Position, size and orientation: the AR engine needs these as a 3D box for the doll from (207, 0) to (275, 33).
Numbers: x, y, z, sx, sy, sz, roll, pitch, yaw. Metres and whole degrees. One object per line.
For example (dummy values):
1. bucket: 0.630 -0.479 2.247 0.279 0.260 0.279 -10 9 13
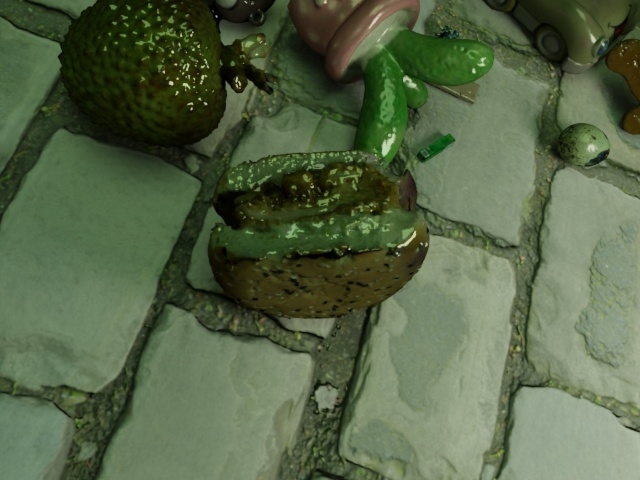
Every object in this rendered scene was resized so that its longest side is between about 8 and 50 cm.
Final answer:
1. doll: -0.173 -0.516 1.374 0.182 0.117 0.257 -29 73 4

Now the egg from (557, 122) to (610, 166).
1. egg: 0.518 -0.186 1.421 0.110 0.085 0.085 19 62 -21

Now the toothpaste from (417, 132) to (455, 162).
1. toothpaste: 0.221 -0.176 1.377 0.083 0.017 0.020 -32 74 -25

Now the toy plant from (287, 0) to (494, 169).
1. toy plant: 0.092 -0.338 1.330 0.317 0.210 0.356 -41 84 7

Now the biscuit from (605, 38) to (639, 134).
1. biscuit: 0.708 -0.292 1.474 0.302 0.196 0.049 63 28 -7

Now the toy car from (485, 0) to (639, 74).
1. toy car: 0.523 -0.553 1.511 0.242 0.226 0.336 -39 79 -26

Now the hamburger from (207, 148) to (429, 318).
1. hamburger: 0.000 0.000 1.097 0.317 0.277 0.195 -7 62 4

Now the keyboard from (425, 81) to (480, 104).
1. keyboard: 0.239 -0.325 1.452 0.165 0.017 0.055 25 58 -2

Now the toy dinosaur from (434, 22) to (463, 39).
1. toy dinosaur: 0.265 -0.409 1.488 0.047 0.030 0.083 -17 70 -20

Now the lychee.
1. lychee: -0.258 -0.281 1.175 0.319 0.270 0.270 4 59 25
